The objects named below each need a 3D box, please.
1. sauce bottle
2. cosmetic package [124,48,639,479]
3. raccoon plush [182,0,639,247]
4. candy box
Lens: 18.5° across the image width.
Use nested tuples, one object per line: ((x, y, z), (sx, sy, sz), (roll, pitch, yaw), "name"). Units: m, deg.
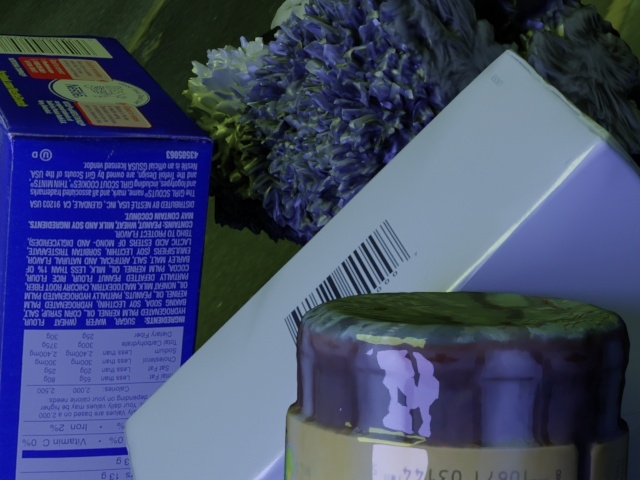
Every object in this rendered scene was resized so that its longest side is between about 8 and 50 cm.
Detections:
((0.037, 0.190, 0.630), (0.111, 0.111, 0.344), (-167, 80, -64), "sauce bottle")
((0.083, 0.090, 0.773), (0.224, 0.225, 0.138), (-44, 20, 6), "cosmetic package")
((0.000, 0.000, 1.113), (0.299, 0.216, 0.446), (-38, 24, 39), "raccoon plush")
((-0.157, 0.058, 1.164), (0.268, 0.122, 0.317), (-133, 47, -66), "candy box")
